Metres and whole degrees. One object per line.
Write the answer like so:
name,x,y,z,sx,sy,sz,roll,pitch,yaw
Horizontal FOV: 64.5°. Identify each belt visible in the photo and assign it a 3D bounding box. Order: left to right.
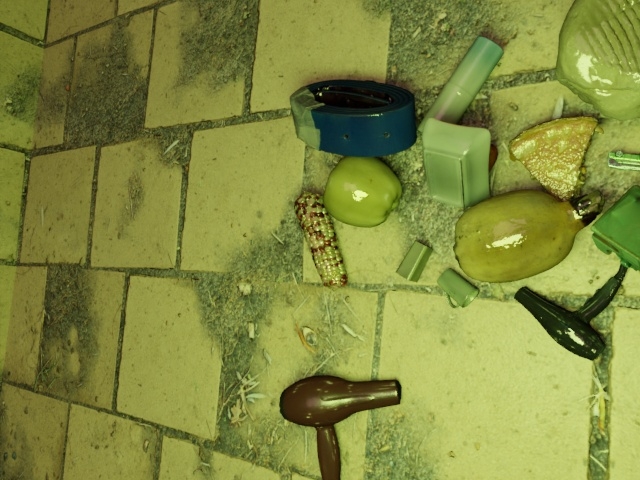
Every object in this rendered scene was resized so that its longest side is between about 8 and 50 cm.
belt,0.077,-0.307,1.266,0.346,0.212,0.117,23,139,38

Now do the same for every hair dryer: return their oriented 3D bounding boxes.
hair dryer,0.062,0.504,1.257,0.312,0.123,0.341,-8,90,20
hair dryer,0.535,0.109,1.032,0.219,0.075,0.195,-48,52,6

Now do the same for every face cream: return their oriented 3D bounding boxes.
face cream,0.328,-0.351,1.203,0.077,0.077,0.250,41,106,29

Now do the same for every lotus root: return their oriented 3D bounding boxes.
lotus root,0.422,-0.018,1.044,0.309,0.182,0.183,-20,73,29

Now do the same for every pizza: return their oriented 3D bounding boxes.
pizza,0.506,-0.157,1.079,0.188,0.062,0.199,-10,86,33

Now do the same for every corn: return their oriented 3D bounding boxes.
corn,0.000,0.000,1.353,0.092,0.092,0.281,-24,74,27

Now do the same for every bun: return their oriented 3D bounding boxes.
bun,0.588,-0.368,0.974,0.281,0.205,0.282,-2,82,17

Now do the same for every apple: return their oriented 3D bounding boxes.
apple,0.098,-0.122,1.256,0.199,0.200,0.200,-5,81,31

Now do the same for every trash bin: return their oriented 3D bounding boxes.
trash bin,0.228,0.050,1.220,0.043,0.061,0.092,33,99,31

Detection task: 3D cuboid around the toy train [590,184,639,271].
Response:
toy train,0.632,0.035,0.876,0.129,0.159,0.326,-48,47,10

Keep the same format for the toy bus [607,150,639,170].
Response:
toy bus,0.623,-0.158,1.020,0.083,0.031,0.037,14,101,33

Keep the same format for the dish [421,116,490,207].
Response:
dish,0.290,-0.156,1.120,0.151,0.212,0.077,21,60,32

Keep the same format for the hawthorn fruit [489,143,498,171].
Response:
hawthorn fruit,0.359,-0.180,1.161,0.081,0.081,0.093,23,105,32

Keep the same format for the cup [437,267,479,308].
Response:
cup,0.315,0.113,1.171,0.054,0.075,0.083,-34,57,-17
